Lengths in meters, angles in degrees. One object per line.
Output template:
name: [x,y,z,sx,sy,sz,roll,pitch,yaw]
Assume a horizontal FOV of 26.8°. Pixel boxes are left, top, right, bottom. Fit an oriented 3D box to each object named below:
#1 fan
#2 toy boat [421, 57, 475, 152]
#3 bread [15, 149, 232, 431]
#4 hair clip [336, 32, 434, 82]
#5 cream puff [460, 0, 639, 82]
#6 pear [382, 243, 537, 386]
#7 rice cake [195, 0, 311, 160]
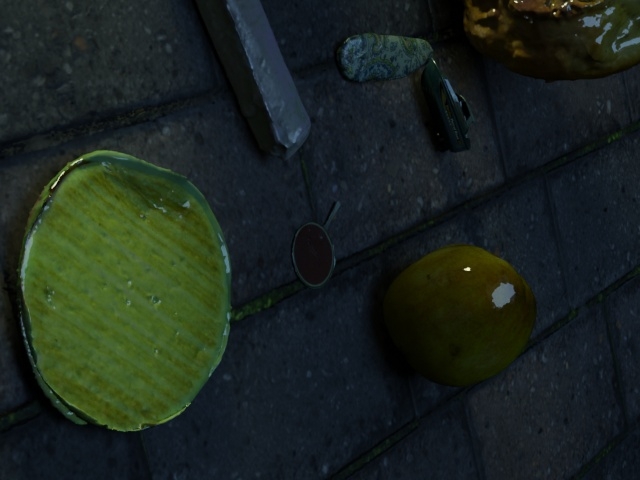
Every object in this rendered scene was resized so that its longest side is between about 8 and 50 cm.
fan: [0.000,0.000,1.696,0.085,0.005,0.133,50,50,-35]
toy boat: [0.178,-0.195,1.911,0.055,0.060,0.141,-125,-169,-68]
bread: [-0.201,0.056,1.395,0.301,0.045,0.301,9,79,-49]
hair clip: [0.100,-0.253,1.837,0.229,0.036,0.066,-15,104,-52]
cream puff: [0.369,-0.383,1.966,0.327,0.343,0.231,-73,156,-57]
pear: [0.189,0.096,1.786,0.200,0.200,0.200,10,77,-52]
rice cake: [-0.100,-0.262,1.558,0.072,0.056,0.365,-42,118,-40]
